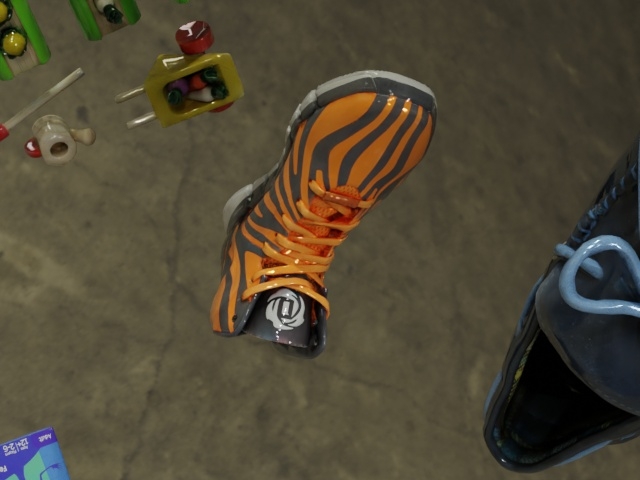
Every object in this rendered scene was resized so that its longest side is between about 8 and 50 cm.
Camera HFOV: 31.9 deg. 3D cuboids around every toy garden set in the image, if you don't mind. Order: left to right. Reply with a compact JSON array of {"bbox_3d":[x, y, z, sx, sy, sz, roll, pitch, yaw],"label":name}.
[{"bbox_3d":[-0.172,-0.132,0.768,0.049,0.244,0.204,55,-12,44],"label":"toy garden set"}]

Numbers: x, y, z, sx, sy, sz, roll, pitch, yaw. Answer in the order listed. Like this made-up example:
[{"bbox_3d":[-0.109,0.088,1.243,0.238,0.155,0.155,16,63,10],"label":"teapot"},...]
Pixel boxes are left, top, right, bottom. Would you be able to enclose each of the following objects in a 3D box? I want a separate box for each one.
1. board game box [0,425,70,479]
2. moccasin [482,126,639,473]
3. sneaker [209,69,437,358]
[{"bbox_3d":[-0.211,0.242,0.701,0.160,0.047,0.210,-16,86,-47],"label":"board game box"},{"bbox_3d":[0.164,0.037,0.506,0.138,0.342,0.117,37,64,15],"label":"moccasin"},{"bbox_3d":[0.000,0.000,0.970,0.124,0.321,0.180,18,56,-18],"label":"sneaker"}]
